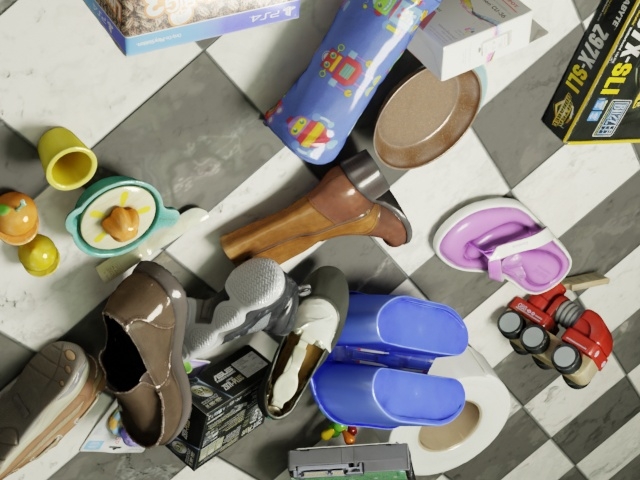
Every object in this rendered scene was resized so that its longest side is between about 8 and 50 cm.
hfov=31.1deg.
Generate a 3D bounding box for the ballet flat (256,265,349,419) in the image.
[{"bbox_3d":[-0.024,0.179,1.912,0.095,0.096,0.280,22,99,-3],"label":"ballet flat"}]

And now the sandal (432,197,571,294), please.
[{"bbox_3d":[0.375,0.025,2.182,0.416,0.102,0.169,17,117,-47],"label":"sandal"}]

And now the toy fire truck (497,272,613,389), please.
[{"bbox_3d":[0.521,0.157,2.364,0.246,0.217,0.158,-52,142,-6],"label":"toy fire truck"}]

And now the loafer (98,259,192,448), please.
[{"bbox_3d":[-0.287,0.192,1.756,0.130,0.134,0.366,-36,143,-38],"label":"loafer"}]

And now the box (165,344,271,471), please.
[{"bbox_3d":[-0.170,0.287,1.987,0.180,0.077,0.147,-30,146,-42],"label":"box"}]

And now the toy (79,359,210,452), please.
[{"bbox_3d":[-0.291,0.295,1.955,0.137,0.056,0.237,13,120,-44],"label":"toy"}]

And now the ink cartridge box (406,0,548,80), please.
[{"bbox_3d":[0.230,-0.322,1.697,0.198,0.115,0.067,-24,140,-19],"label":"ink cartridge box"}]

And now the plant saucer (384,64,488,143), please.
[{"bbox_3d":[0.175,-0.221,1.820,0.195,0.037,0.195,-22,140,-20],"label":"plant saucer"}]

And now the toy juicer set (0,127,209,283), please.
[{"bbox_3d":[-0.309,-0.008,1.602,0.209,0.089,0.329,-45,143,9],"label":"toy juicer set"}]

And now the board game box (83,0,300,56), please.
[{"bbox_3d":[-0.146,-0.387,1.302,0.232,0.141,0.291,-19,138,-24],"label":"board game box"}]

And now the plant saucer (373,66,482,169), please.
[{"bbox_3d":[0.158,-0.198,1.769,0.199,0.036,0.198,-22,139,-21],"label":"plant saucer"}]

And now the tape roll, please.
[{"bbox_3d":[0.249,0.353,2.387,0.286,0.100,0.286,-14,131,-17],"label":"tape roll"}]

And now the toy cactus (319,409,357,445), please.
[{"bbox_3d":[0.078,0.301,2.242,0.180,0.112,0.219,-21,132,-37],"label":"toy cactus"}]

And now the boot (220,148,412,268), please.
[{"bbox_3d":[0.000,0.000,1.865,0.280,0.096,0.264,-33,155,3],"label":"boot"}]

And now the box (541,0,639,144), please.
[{"bbox_3d":[0.557,-0.319,2.000,0.257,0.079,0.322,-3,131,-35],"label":"box"}]

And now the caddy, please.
[{"bbox_3d":[0.115,0.218,2.072,0.341,0.179,0.241,16,76,-46],"label":"caddy"}]

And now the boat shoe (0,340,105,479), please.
[{"bbox_3d":[-0.455,0.297,1.775,0.324,0.123,0.116,-41,145,6],"label":"boat shoe"}]

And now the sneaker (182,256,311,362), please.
[{"bbox_3d":[-0.138,0.131,1.852,0.269,0.101,0.153,-33,150,20],"label":"sneaker"}]

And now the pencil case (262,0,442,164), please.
[{"bbox_3d":[0.042,-0.251,1.613,0.306,0.119,0.133,-55,-179,20],"label":"pencil case"}]

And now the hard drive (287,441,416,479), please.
[{"bbox_3d":[0.073,0.485,2.315,0.237,0.064,0.339,-5,154,7],"label":"hard drive"}]
